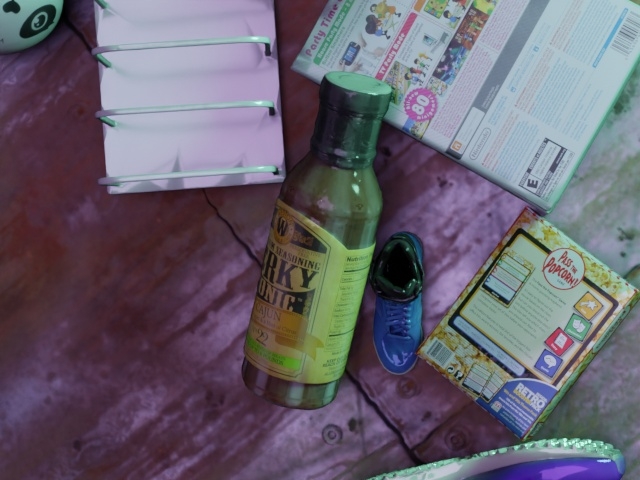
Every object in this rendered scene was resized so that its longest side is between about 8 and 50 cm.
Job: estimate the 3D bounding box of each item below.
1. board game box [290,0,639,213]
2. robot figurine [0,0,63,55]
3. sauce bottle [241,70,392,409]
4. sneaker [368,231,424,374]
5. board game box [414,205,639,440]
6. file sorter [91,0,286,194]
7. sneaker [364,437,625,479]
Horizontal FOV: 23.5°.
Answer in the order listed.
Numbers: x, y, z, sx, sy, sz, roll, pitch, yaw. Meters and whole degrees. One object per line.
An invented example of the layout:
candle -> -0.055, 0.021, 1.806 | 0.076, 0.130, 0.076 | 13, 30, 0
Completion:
board game box -> 0.157, -0.196, 1.575 | 0.303, 0.097, 0.224 | 31, 97, 8
robot figurine -> -0.354, -0.336, 1.637 | 0.209, 0.173, 0.278 | 2, 91, 11
sauce bottle -> 0.000, 0.000, 1.565 | 0.111, 0.111, 0.344 | 16, 109, 11
sneaker -> 0.078, 0.067, 1.602 | 0.058, 0.084, 0.152 | 7, 93, 11
board game box -> 0.213, 0.085, 1.582 | 0.147, 0.045, 0.193 | 40, 98, 19
file sorter -> -0.141, -0.194, 1.581 | 0.193, 0.173, 0.277 | -4, 90, 0
sneaker -> 0.177, 0.289, 1.576 | 0.293, 0.102, 0.146 | -15, 81, 20
